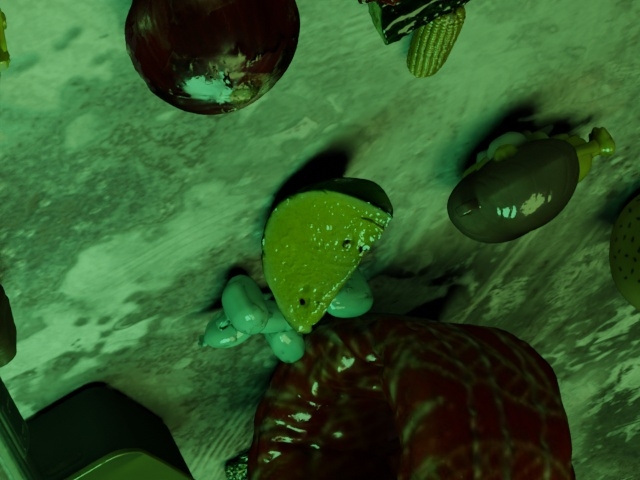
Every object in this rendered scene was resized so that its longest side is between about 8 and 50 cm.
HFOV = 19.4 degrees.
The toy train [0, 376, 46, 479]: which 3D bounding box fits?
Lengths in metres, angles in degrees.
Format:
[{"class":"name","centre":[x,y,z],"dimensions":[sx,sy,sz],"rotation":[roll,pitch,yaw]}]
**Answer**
[{"class":"toy train","centre":[-0.306,0.068,1.393],"dimensions":[0.089,0.086,0.409],"rotation":[-24,127,-6]}]

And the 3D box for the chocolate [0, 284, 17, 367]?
[{"class":"chocolate","centre":[-0.330,0.067,1.537],"dimensions":[0.148,0.093,0.214],"rotation":[-22,153,-7]}]

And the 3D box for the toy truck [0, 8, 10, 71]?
[{"class":"toy truck","centre":[-0.261,-0.167,1.183],"dimensions":[0.114,0.098,0.227],"rotation":[-24,156,-14]}]

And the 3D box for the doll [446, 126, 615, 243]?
[{"class":"doll","centre":[0.195,-0.060,1.805],"dimensions":[0.145,0.096,0.188],"rotation":[-25,-177,31]}]

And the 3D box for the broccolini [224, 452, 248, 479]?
[{"class":"broccolini","centre":[-0.056,0.234,2.164],"dimensions":[0.140,0.030,0.035],"rotation":[-40,115,15]}]

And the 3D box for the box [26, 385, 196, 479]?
[{"class":"box","centre":[-0.228,0.234,1.927],"dimensions":[0.144,0.090,0.201],"rotation":[-31,153,8]}]

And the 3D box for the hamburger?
[{"class":"hamburger","centre":[0.391,0.014,2.023],"dimensions":[0.175,0.175,0.137],"rotation":[-40,143,25]}]

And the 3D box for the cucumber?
[{"class":"cucumber","centre":[0.124,-0.218,1.484],"dimensions":[0.187,0.058,0.058],"rotation":[-26,153,-2]}]

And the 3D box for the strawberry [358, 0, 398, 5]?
[{"class":"strawberry","centre":[0.053,-0.214,1.419],"dimensions":[0.083,0.073,0.073],"rotation":[-13,153,-53]}]

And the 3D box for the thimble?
[{"class":"thimble","centre":[0.089,0.247,1.964],"dimensions":[0.230,0.350,0.350],"rotation":[8,137,-39]}]

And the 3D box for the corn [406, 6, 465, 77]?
[{"class":"corn","centre":[0.096,-0.170,1.567],"dimensions":[0.037,0.037,0.092],"rotation":[-15,154,-23]}]

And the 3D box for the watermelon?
[{"class":"watermelon","centre":[-0.010,-0.004,1.711],"dimensions":[0.075,0.092,0.181],"rotation":[7,141,-28]}]

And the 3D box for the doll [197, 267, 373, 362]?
[{"class":"doll","centre":[-0.041,0.068,1.838],"dimensions":[0.159,0.059,0.158],"rotation":[-31,155,11]}]

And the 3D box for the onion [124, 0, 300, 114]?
[{"class":"onion","centre":[-0.078,-0.151,1.355],"dimensions":[0.131,0.131,0.131],"rotation":[-21,153,-12]}]
